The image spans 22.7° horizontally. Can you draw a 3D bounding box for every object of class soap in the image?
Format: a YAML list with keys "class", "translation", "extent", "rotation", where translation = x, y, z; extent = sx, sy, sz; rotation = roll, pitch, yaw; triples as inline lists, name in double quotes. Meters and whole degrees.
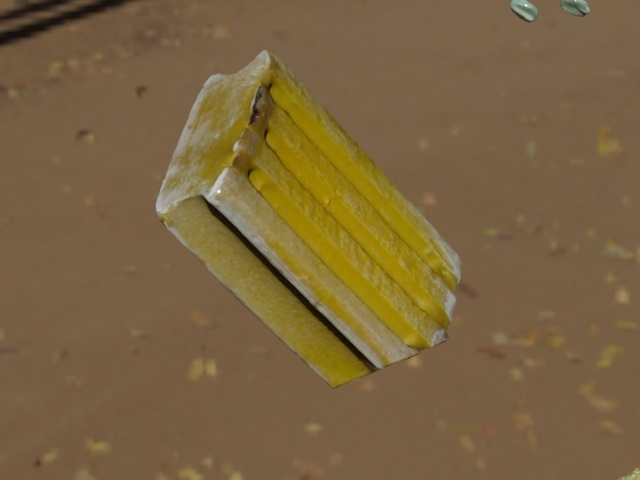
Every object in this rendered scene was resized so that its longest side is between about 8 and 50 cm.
- class: "soap"
  translation: [0.000, 0.000, 1.079]
  extent: [0.073, 0.232, 0.140]
  rotation: [-19, 39, 36]

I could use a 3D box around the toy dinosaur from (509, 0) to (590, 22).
- class: "toy dinosaur"
  translation: [0.081, -0.100, 0.525]
  extent: [0.083, 0.021, 0.062]
  rotation: [23, 63, 3]

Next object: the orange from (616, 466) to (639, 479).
- class: "orange"
  translation: [0.335, 0.289, 1.542]
  extent: [0.134, 0.157, 0.156]
  rotation: [-5, 22, 29]
